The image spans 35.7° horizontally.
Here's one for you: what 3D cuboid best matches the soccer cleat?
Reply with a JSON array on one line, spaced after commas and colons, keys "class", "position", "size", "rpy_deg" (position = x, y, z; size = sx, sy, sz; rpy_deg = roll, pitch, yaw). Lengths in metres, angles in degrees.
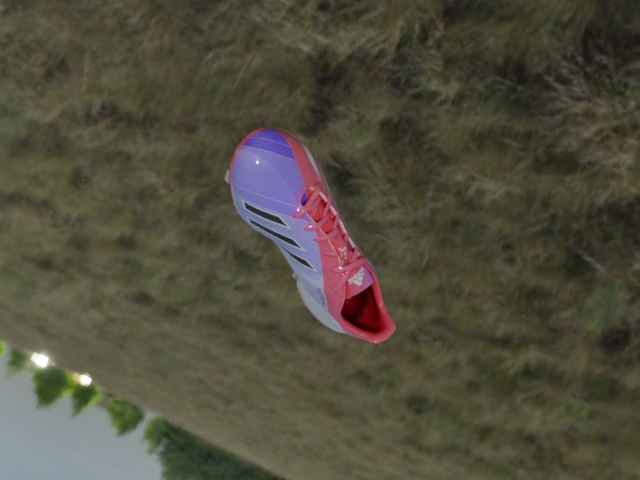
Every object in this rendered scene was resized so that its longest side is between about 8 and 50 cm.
[{"class": "soccer cleat", "position": [0.000, 0.000, 0.841], "size": [0.095, 0.083, 0.248], "rpy_deg": [32, 159, 36]}]
